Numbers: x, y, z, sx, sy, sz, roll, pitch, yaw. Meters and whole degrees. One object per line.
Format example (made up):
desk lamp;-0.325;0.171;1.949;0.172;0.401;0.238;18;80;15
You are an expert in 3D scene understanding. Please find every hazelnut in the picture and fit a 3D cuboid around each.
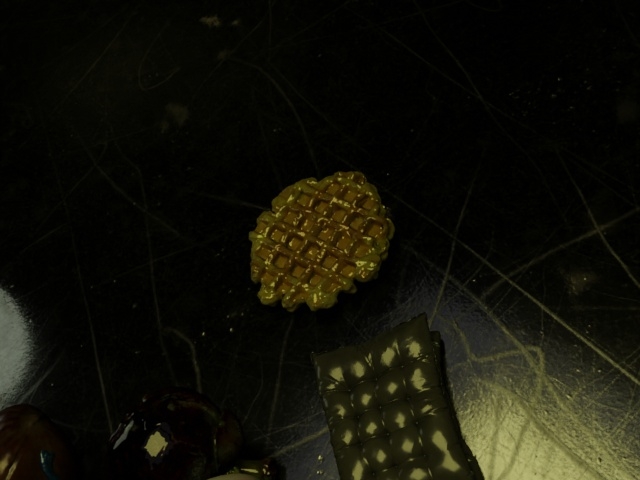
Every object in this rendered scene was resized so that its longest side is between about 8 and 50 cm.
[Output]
hazelnut;-0.544;0.404;1.462;0.229;0.229;0.229;-10;55;15

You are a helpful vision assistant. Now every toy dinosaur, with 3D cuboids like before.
toy dinosaur;-0.405;0.489;1.368;0.075;0.188;0.248;-23;54;12

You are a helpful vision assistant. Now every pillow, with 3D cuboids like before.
pillow;0.123;0.298;1.349;0.228;0.101;0.326;-22;51;11

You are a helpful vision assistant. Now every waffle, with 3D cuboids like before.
waffle;0.000;0.000;1.616;0.302;0.068;0.325;-18;55;10

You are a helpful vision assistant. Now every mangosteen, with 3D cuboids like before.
mangosteen;-0.218;0.378;1.373;0.289;0.231;0.231;22;64;-3

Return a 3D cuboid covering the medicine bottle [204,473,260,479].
medicine bottle;-0.118;0.536;1.214;0.202;0.202;0.316;-32;52;-2
